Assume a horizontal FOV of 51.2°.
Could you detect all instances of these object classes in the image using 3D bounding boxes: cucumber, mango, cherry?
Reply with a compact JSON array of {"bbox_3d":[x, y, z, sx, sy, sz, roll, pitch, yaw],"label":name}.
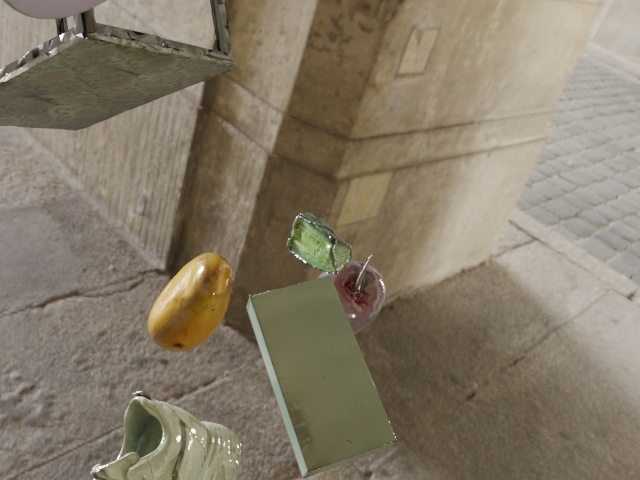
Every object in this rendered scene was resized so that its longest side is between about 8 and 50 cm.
[{"bbox_3d":[0.000,0.000,1.459,0.085,0.115,0.193,-11,25,-25],"label":"cucumber"},{"bbox_3d":[-0.248,0.125,1.341,0.120,0.295,0.177,30,47,-24],"label":"mango"},{"bbox_3d":[0.065,0.154,1.745,0.213,0.266,0.183,-32,70,-26],"label":"cherry"}]

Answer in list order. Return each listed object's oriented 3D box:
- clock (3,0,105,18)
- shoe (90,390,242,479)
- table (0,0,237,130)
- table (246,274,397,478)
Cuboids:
[{"bbox_3d":[-0.153,-0.320,0.451,0.102,0.338,0.338,44,34,3],"label":"clock"},{"bbox_3d":[-0.232,0.368,0.893,0.210,0.132,0.342,46,34,-32],"label":"shoe"},{"bbox_3d":[-0.313,-0.311,0.821,0.335,0.272,0.222,-10,0,36],"label":"table"},{"bbox_3d":[-0.010,0.187,0.903,0.121,0.111,0.240,-13,63,-19],"label":"table"}]
